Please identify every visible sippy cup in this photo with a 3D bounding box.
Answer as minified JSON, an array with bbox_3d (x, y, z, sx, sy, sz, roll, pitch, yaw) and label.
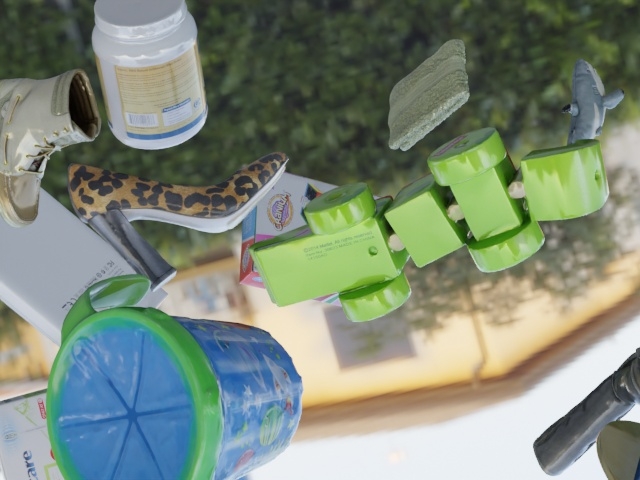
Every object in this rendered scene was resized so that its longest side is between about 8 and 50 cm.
[{"bbox_3d":[-0.144,0.183,1.468,0.240,0.306,0.224,-7,177,36],"label":"sippy cup"}]

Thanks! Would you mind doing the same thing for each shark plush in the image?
[{"bbox_3d":[0.353,-0.171,1.839,0.073,0.067,0.161,7,-117,53],"label":"shark plush"}]

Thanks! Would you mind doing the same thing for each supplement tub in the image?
[{"bbox_3d":[-0.236,-0.243,1.829,0.144,0.200,0.144,-2,-139,2],"label":"supplement tub"}]

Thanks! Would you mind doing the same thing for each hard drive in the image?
[{"bbox_3d":[-0.451,0.045,2.224,0.047,0.353,0.233,-49,-178,37],"label":"hard drive"}]

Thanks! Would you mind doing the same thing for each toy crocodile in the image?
[{"bbox_3d":[0.091,-0.018,1.190,0.340,0.115,0.105,-21,-166,24],"label":"toy crocodile"}]

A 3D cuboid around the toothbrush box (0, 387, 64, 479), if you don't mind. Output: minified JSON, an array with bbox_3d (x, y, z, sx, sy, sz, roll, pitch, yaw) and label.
[{"bbox_3d":[-0.381,0.332,2.161,0.283,0.206,0.122,-13,180,-17],"label":"toothbrush box"}]

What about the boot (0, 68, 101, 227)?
[{"bbox_3d":[-0.384,-0.128,1.850,0.165,0.213,0.077,-4,178,32],"label":"boot"}]

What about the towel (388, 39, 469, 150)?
[{"bbox_3d":[0.141,-0.193,1.763,0.027,0.110,0.148,23,139,-32],"label":"towel"}]

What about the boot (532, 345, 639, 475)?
[{"bbox_3d":[0.364,0.231,1.734,0.208,0.076,0.189,-39,173,17],"label":"boot"}]

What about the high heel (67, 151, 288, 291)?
[{"bbox_3d":[-0.176,-0.082,1.642,0.261,0.186,0.093,-41,177,-26],"label":"high heel"}]

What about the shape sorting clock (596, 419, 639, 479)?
[{"bbox_3d":[0.288,0.206,0.968,0.040,0.206,0.206,-58,164,24],"label":"shape sorting clock"}]

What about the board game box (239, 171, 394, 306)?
[{"bbox_3d":[0.000,0.000,2.629,0.316,0.242,0.064,14,150,-22],"label":"board game box"}]
